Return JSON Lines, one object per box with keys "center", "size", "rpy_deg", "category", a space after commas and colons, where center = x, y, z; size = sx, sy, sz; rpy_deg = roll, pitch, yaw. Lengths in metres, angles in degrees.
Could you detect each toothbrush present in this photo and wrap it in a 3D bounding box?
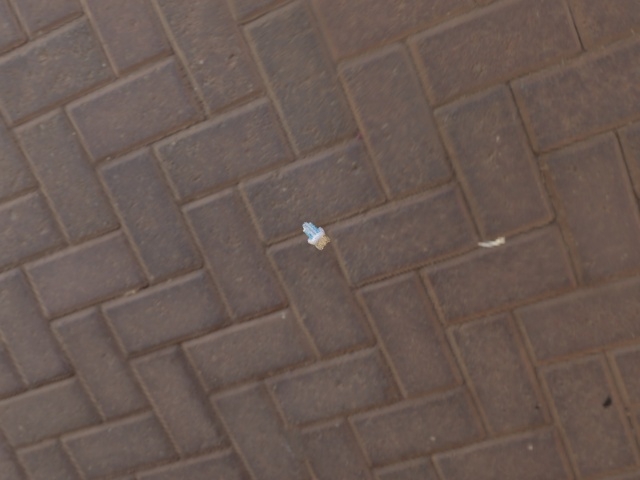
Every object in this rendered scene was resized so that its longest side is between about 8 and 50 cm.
{"center": [0.000, 0.000, 0.566], "size": [0.014, 0.162, 0.017], "rpy_deg": [-45, 85, 0], "category": "toothbrush"}
